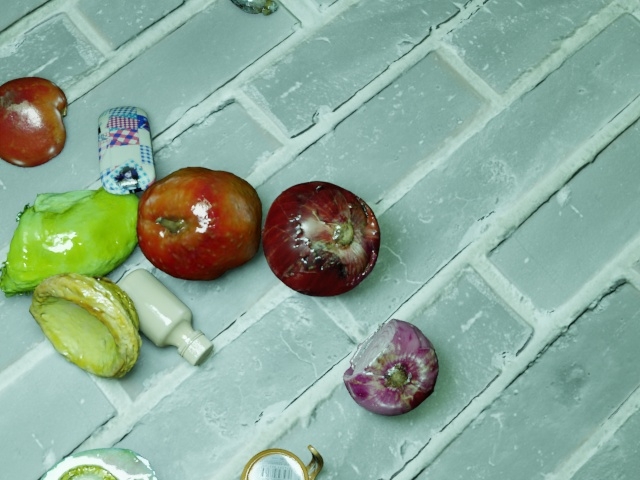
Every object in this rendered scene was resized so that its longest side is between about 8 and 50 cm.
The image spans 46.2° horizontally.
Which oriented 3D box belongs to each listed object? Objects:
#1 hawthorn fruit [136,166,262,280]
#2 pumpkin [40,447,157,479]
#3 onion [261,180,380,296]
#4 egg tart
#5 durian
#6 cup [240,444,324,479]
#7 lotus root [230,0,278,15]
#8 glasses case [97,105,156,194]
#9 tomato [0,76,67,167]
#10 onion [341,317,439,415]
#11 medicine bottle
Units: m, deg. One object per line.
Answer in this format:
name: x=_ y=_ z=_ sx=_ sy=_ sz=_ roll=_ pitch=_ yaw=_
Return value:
hawthorn fruit: x=-0.283 y=-0.039 z=1.658 sx=0.287 sy=0.330 sz=0.286 roll=0 pitch=91 yaw=14
pumpkin: x=-0.427 y=0.583 z=1.528 sx=0.264 sy=0.197 sz=0.292 roll=-17 pitch=65 yaw=-20
onion: x=0.000 y=0.000 z=1.713 sx=0.276 sy=0.276 sz=0.276 roll=0 pitch=72 yaw=-1
egg tart: x=-0.493 y=0.171 z=1.635 sx=0.294 sy=0.294 sz=0.123 roll=31 pitch=46 yaw=8
durian: x=-0.565 y=-0.014 z=1.719 sx=0.340 sy=0.204 sz=0.255 roll=-7 pitch=60 yaw=-5
cup: x=-0.077 y=0.511 z=1.535 sx=0.182 sy=0.264 sz=0.226 roll=40 pitch=63 yaw=19
lotus root: x=-0.192 y=-0.657 z=2.008 sx=0.165 sy=0.088 sz=0.088 roll=35 pitch=74 yaw=0
glasses case: x=-0.466 y=-0.222 z=1.798 sx=0.125 sy=0.076 sz=0.327 roll=-8 pitch=44 yaw=-11
tomato: x=-0.736 y=-0.308 z=1.843 sx=0.201 sy=0.139 sz=0.232 roll=-10 pitch=73 yaw=2
onion: x=0.165 y=0.291 z=1.655 sx=0.201 sy=0.200 sz=0.207 roll=37 pitch=62 yaw=10
medicine bottle: x=-0.353 y=0.179 z=1.703 sx=0.252 sy=0.114 sz=0.114 roll=40 pitch=75 yaw=11
